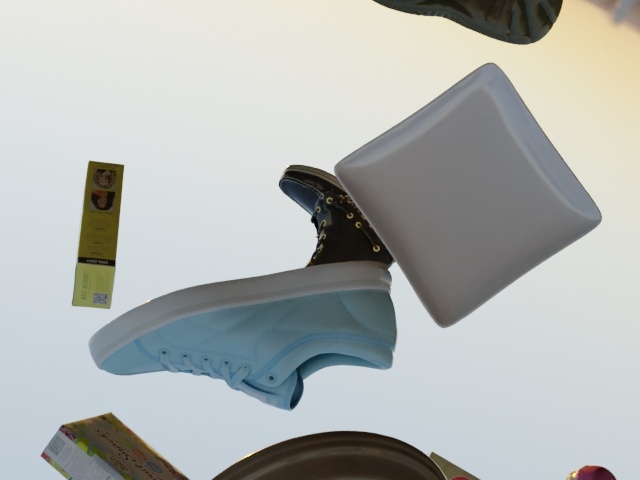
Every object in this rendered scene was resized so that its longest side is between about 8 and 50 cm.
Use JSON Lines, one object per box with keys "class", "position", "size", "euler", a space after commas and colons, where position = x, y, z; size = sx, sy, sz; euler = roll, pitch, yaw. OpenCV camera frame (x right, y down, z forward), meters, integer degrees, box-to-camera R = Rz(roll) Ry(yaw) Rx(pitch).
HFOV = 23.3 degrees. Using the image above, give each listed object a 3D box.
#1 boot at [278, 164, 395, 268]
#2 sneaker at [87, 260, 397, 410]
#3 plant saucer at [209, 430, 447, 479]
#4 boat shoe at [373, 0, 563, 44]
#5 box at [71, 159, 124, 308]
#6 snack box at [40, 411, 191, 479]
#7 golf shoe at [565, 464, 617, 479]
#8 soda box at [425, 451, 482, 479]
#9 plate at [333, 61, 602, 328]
{"class": "boot", "position": [0.001, 0.000, 2.377], "size": [0.236, 0.178, 0.085], "euler": [32, 154, 14]}
{"class": "sneaker", "position": [-0.088, 0.128, 1.792], "size": [0.366, 0.150, 0.135], "euler": [-13, 161, 8]}
{"class": "plant saucer", "position": [-0.007, 0.281, 1.347], "size": [0.278, 0.278, 0.041], "euler": [20, -154, -31]}
{"class": "boat shoe", "position": [0.074, -0.205, 1.139], "size": [0.223, 0.080, 0.073], "euler": [18, -168, -28]}
{"class": "box", "position": [-0.318, -0.010, 2.227], "size": [0.058, 0.087, 0.232], "euler": [6, -141, -9]}
{"class": "snack box", "position": [-0.297, 0.357, 2.363], "size": [0.207, 0.070, 0.174], "euler": [37, -169, 15]}
{"class": "golf shoe", "position": [0.188, 0.342, 1.354], "size": [0.140, 0.306, 0.115], "euler": [7, 174, 35]}
{"class": "soda box", "position": [0.202, 0.350, 2.038], "size": [0.181, 0.061, 0.058], "euler": [30, 159, -4]}
{"class": "plate", "position": [0.204, -0.063, 2.166], "size": [0.277, 0.278, 0.045], "euler": [56, 179, 5]}
